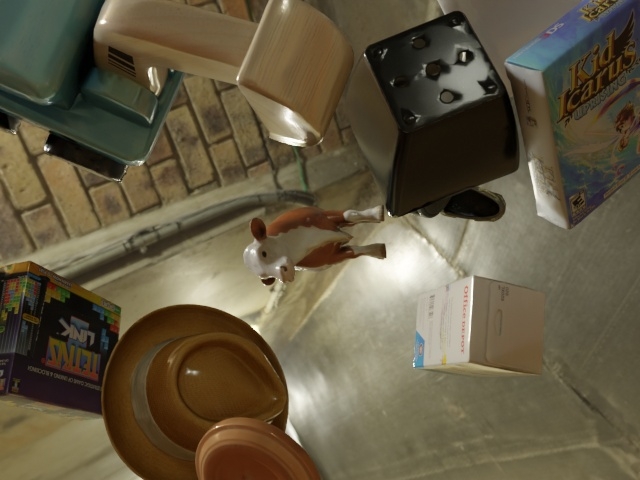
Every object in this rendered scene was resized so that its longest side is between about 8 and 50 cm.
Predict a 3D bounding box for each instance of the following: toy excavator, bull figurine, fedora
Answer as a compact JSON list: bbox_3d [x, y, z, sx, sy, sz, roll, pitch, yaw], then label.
[{"bbox_3d":[-0.221,-0.190,0.618,0.432,0.223,0.445,24,175,-13],"label":"toy excavator"},{"bbox_3d":[0.000,0.000,0.882,0.310,0.188,0.101,-53,-42,-84],"label":"bull figurine"},{"bbox_3d":[-0.097,0.139,0.557,0.079,0.194,0.195,-29,87,47],"label":"fedora"}]

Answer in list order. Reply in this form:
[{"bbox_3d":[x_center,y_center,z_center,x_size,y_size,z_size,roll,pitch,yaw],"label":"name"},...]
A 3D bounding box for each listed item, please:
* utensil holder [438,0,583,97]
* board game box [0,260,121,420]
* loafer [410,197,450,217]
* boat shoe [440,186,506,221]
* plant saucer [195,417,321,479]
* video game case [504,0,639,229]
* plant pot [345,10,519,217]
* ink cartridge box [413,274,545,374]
[{"bbox_3d":[0.401,-0.469,0.975,0.385,0.327,0.328,-27,89,29],"label":"utensil holder"},{"bbox_3d":[-0.297,0.120,0.679,0.170,0.048,0.141,53,-151,-61],"label":"board game box"},{"bbox_3d":[0.287,-0.156,1.397,0.084,0.267,0.096,3,133,56],"label":"loafer"},{"bbox_3d":[0.349,-0.119,1.627,0.304,0.091,0.109,15,97,14],"label":"boat shoe"},{"bbox_3d":[-0.038,0.144,0.357,0.083,0.013,0.084,8,113,20],"label":"plant saucer"},{"bbox_3d":[0.365,-0.184,0.741,0.061,0.269,0.244,40,164,50],"label":"video game case"},{"bbox_3d":[0.139,-0.167,0.757,0.167,0.187,0.188,64,-175,-71],"label":"plant pot"},{"bbox_3d":[0.323,0.188,1.249,0.232,0.168,0.171,143,137,-67],"label":"ink cartridge box"}]
